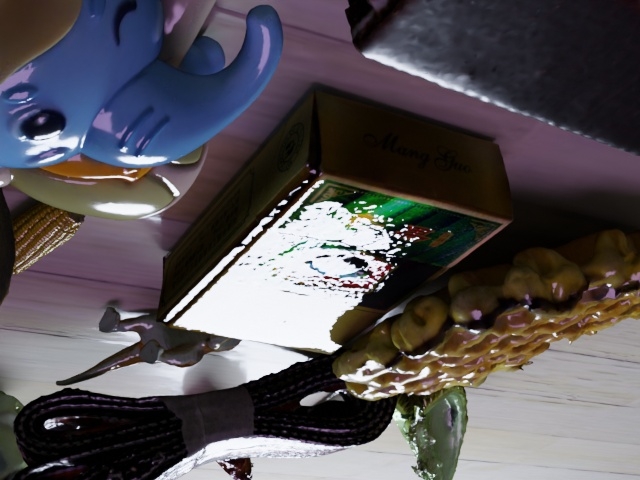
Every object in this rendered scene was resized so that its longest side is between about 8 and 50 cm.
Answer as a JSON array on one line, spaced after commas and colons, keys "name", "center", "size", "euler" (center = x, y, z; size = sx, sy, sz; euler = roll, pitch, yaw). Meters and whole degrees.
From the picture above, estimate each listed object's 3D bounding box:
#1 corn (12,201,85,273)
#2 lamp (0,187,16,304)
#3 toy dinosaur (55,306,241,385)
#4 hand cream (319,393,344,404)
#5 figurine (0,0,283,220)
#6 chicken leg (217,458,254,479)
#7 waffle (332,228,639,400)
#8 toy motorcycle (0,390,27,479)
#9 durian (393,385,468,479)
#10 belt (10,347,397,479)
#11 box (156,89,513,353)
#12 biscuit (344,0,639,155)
[{"name": "corn", "center": [-0.203, -0.005, 0.716], "size": [0.092, 0.037, 0.037], "euler": [-27, 144, 32]}, {"name": "lamp", "center": [-0.291, 0.004, 0.602], "size": [0.185, 0.161, 0.161], "euler": [-4, 150, 6]}, {"name": "toy dinosaur", "center": [-0.120, 0.086, 0.888], "size": [0.212, 0.057, 0.142], "euler": [-16, 166, 38]}, {"name": "hand cream", "center": [0.018, 0.196, 1.089], "size": [0.037, 0.057, 0.165], "euler": [-29, 172, -40]}, {"name": "figurine", "center": [-0.121, -0.099, 0.485], "size": [0.180, 0.154, 0.262], "euler": [-31, 160, 23]}, {"name": "chicken leg", "center": [-0.105, 0.213, 1.065], "size": [0.053, 0.093, 0.205], "euler": [-35, 157, -3]}, {"name": "waffle", "center": [0.156, 0.067, 0.831], "size": [0.281, 0.058, 0.301], "euler": [-5, 158, -32]}, {"name": "toy motorcycle", "center": [-0.391, 0.215, 0.878], "size": [0.410, 0.237, 0.169], "euler": [21, 126, -33]}, {"name": "durian", "center": [0.111, 0.188, 1.037], "size": [0.086, 0.100, 0.215], "euler": [-13, 141, 10]}, {"name": "belt", "center": [-0.101, 0.172, 0.915], "size": [0.359, 0.126, 0.094], "euler": [-11, 155, -21]}, {"name": "box", "center": [0.000, 0.000, 0.722], "size": [0.159, 0.071, 0.240], "euler": [14, 145, -27]}, {"name": "biscuit", "center": [0.200, -0.104, 0.572], "size": [0.388, 0.073, 0.107], "euler": [13, 147, -29]}]
